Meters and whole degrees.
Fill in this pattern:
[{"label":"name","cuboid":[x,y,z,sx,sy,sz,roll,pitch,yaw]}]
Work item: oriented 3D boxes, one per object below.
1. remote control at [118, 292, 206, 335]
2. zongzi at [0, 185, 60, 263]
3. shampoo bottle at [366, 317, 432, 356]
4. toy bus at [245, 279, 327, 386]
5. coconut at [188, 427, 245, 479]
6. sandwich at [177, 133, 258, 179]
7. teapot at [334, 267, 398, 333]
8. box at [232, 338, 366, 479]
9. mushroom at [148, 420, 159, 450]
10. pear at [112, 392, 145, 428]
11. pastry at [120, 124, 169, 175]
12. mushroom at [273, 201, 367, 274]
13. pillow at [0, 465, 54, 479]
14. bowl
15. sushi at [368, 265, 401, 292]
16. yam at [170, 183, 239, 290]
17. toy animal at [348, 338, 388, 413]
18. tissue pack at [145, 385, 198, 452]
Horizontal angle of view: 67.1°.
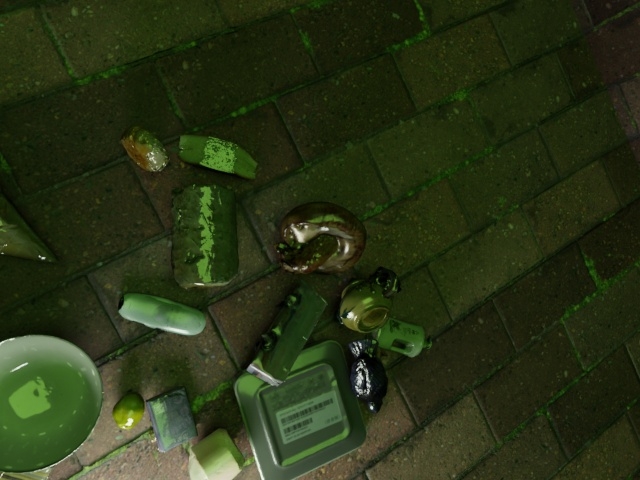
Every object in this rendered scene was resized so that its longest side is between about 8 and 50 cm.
[{"label":"remote control","cuboid":[-0.466,0.220,1.429,0.256,0.045,0.098,16,81,-15]},{"label":"zongzi","cuboid":[-0.935,-0.008,1.217,0.356,0.174,0.393,-35,104,-14]},{"label":"shampoo bottle","cuboid":[0.282,0.334,1.666,0.234,0.087,0.118,18,77,-18]},{"label":"toy bus","cuboid":[-0.098,0.280,1.481,0.138,0.112,0.317,33,64,-1]},{"label":"coconut","cuboid":[-0.311,0.642,1.404,0.152,0.147,0.147,-34,98,-21]},{"label":"sandwich","cuboid":[-0.312,-0.258,1.494,0.257,0.096,0.094,14,87,-16]},{"label":"teapot","cuboid":[0.143,0.187,1.572,0.173,0.183,0.269,26,113,-39]},{"label":"box","cuboid":[-0.061,0.535,1.530,0.367,0.090,0.373,-18,93,-21]},{"label":"mushroom","cuboid":[-0.476,0.566,1.415,0.049,0.019,0.101,-17,92,-19]},{"label":"pear","cuboid":[-0.542,0.478,1.366,0.092,0.092,0.097,22,38,-17]},{"label":"pastry","cuboid":[-0.507,-0.265,1.397,0.081,0.153,0.153,-44,101,-20]},{"label":"mushroom","cuboid":[-0.011,-0.003,1.525,0.283,0.195,0.263,-26,131,-16]},{"label":"pillow","cuboid":[-0.822,0.598,1.271,0.208,0.052,0.212,30,76,-17]},{"label":"bowl","cuboid":[-0.742,0.405,1.258,0.337,0.157,0.337,1,86,-21]},{"label":"sushi","cuboid":[0.219,0.151,1.655,0.084,0.094,0.098,-32,102,-16]},{"label":"yam","cuboid":[-0.338,-0.003,1.416,0.195,0.195,0.300,0,85,-20]},{"label":"toy animal","cuboid":[0.158,0.425,1.548,0.122,0.298,0.185,1,50,14]},{"label":"tissue pack","cuboid":[-0.432,0.519,1.407,0.112,0.051,0.156,-16,90,-35]}]
